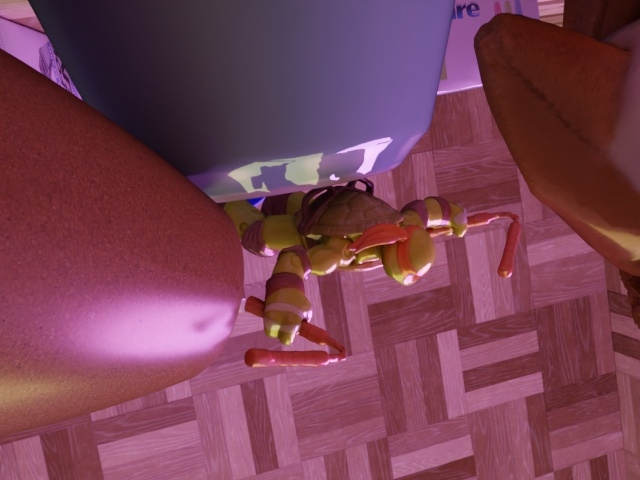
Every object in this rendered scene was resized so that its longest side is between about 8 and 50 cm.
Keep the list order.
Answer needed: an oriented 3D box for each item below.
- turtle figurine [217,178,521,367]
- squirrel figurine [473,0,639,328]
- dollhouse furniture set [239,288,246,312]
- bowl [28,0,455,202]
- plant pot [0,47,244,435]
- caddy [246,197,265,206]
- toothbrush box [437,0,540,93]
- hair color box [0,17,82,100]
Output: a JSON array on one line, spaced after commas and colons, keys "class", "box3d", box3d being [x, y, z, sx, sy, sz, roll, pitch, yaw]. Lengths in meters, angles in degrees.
[{"class": "turtle figurine", "box3d": [0.000, 0.000, 0.611, 0.269, 0.087, 0.217, -28, -154, -37]}, {"class": "squirrel figurine", "box3d": [0.338, -0.102, 0.780, 0.280, 0.397, 0.370, -16, -161, 21]}, {"class": "dollhouse furniture set", "box3d": [-0.242, -0.084, 1.481, 0.173, 0.356, 0.303, -7, -142, -6]}, {"class": "bowl", "box3d": [-0.039, -0.121, 0.609, 0.311, 0.163, 0.311, -9, -170, 2]}, {"class": "plant pot", "box3d": [-0.173, 0.006, 0.449, 0.254, 0.237, 0.237, 14, 171, -43]}, {"class": "caddy", "box3d": [-0.178, -0.147, 1.139, 0.179, 0.242, 0.341, 4, -165, 37]}, {"class": "toothbrush box", "box3d": [0.073, -0.212, 0.926, 0.206, 0.122, 0.283, -13, -171, -23]}, {"class": "hair color box", "box3d": [-0.292, -0.097, 0.781, 0.110, 0.185, 0.339, -10, -170, -1]}]
